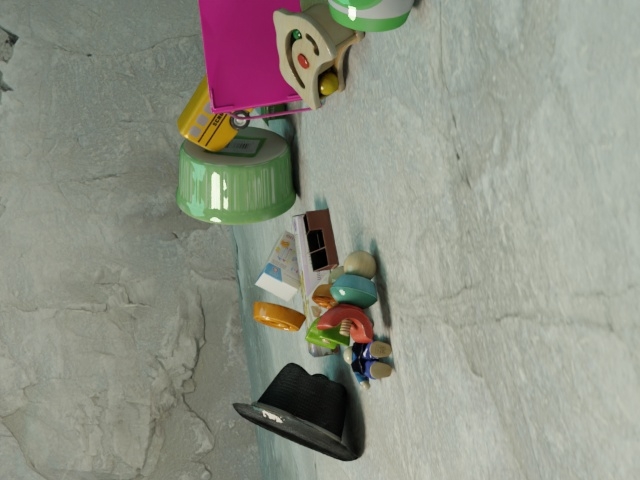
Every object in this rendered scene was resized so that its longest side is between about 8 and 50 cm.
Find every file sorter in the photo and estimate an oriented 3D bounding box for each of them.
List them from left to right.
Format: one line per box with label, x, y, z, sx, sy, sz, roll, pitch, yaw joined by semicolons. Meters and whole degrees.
file sorter;-0.114;-0.402;1.661;0.182;0.202;0.291;3;-99;-78

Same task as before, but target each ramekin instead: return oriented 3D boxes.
ramekin;-0.211;-0.173;2.041;0.303;0.303;0.148;-119;26;-58

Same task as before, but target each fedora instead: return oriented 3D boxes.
fedora;-0.034;0.370;1.828;0.152;0.334;0.334;-66;5;-15

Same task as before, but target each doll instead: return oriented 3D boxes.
doll;0.086;0.216;1.539;0.189;0.046;0.129;154;118;-75

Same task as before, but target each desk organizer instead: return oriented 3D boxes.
desk organizer;0.000;0.000;1.781;0.047;0.050;0.130;124;137;-71

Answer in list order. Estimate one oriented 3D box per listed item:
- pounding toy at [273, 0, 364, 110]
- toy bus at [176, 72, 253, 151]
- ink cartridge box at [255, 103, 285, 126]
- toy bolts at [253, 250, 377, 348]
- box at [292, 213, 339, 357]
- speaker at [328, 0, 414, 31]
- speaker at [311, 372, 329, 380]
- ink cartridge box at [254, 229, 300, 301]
pounding toy;0.023;-0.367;1.436;0.154;0.155;0.269;41;157;27
toy bus;-0.196;-0.372;1.926;0.333;0.130;0.108;-55;28;16
ink cartridge box;-0.131;-0.375;2.111;0.209;0.062;0.109;-122;28;-61
toy bolts;0.010;0.095;1.516;0.228;0.218;0.158;-19;53;62
box;-0.011;0.100;1.857;0.067;0.063;0.324;-169;71;-76
speaker;0.075;-0.426;1.047;0.131;0.131;0.296;-111;19;-46
speaker;-0.011;0.386;2.040;0.136;0.055;0.055;100;159;-51
ink cartridge box;-0.078;0.053;1.942;0.143;0.092;0.090;-66;7;-28
